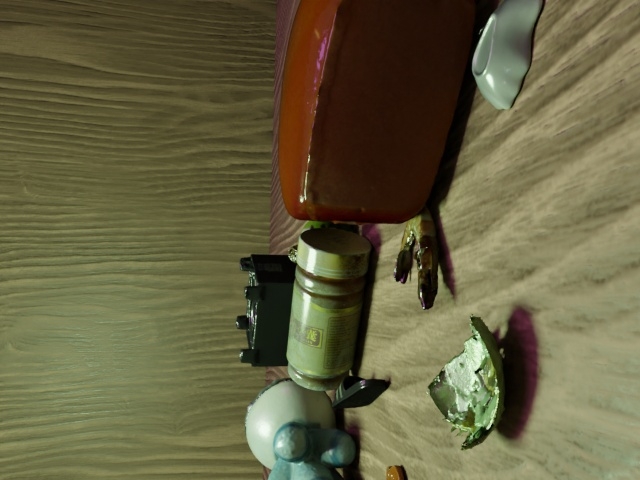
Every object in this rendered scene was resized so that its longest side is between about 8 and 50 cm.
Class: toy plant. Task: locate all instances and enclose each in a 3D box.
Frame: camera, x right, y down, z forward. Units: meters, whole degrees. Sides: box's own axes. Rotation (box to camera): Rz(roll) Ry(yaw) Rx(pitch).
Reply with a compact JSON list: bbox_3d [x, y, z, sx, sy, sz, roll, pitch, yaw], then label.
[{"bbox_3d":[-0.038,0.482,1.203,0.332,0.246,0.247,-139,52,-71],"label":"toy plant"}]

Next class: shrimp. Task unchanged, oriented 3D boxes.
[{"bbox_3d":[0.142,0.043,0.828,0.148,0.035,0.195,112,165,-52],"label":"shrimp"}]

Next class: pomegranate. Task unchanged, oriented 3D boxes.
[{"bbox_3d":[0.013,0.003,1.251,0.169,0.122,0.143,-45,-34,-51],"label":"pomegranate"}]

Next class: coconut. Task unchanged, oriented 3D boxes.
[{"bbox_3d":[0.172,0.166,0.614,0.158,0.055,0.133,109,159,-58],"label":"coconut"}]

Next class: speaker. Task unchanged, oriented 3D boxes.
[{"bbox_3d":[-0.075,0.171,1.343,0.184,0.253,0.232,-119,33,-67],"label":"speaker"}]

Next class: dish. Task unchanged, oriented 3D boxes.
[{"bbox_3d":[0.199,-0.218,0.607,0.091,0.039,0.137,-102,17,-51],"label":"dish"}]

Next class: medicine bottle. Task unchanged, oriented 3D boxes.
[{"bbox_3d":[0.013,0.148,1.161,0.151,0.151,0.323,-115,30,-67],"label":"medicine bottle"}]

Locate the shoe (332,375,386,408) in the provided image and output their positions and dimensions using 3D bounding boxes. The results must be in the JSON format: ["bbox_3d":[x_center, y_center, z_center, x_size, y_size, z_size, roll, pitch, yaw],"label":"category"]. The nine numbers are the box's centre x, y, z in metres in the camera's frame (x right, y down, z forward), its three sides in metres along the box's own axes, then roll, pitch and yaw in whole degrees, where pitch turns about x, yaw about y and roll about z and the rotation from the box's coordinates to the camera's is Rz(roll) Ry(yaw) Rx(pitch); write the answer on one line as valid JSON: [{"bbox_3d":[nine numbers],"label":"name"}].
[{"bbox_3d":[0.074,0.282,1.046,0.179,0.071,0.049,121,151,-55],"label":"shoe"}]

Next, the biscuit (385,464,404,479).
[{"bbox_3d":[0.124,0.413,0.899,0.078,0.015,0.091,-99,16,-50],"label":"biscuit"}]

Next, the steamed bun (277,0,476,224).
[{"bbox_3d":[0.060,-0.217,0.799,0.248,0.234,0.380,-108,25,-59],"label":"steamed bun"}]
